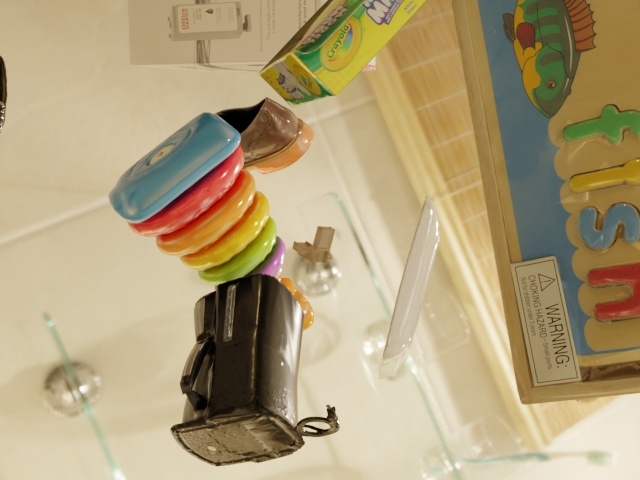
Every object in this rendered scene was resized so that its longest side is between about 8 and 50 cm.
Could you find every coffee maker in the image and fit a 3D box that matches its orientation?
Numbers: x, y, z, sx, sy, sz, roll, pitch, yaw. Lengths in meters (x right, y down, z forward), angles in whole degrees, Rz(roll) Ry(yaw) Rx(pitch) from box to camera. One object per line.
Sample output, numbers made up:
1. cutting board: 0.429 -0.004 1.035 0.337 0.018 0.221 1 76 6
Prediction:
1. coffee maker: -0.063 0.137 0.873 0.120 0.171 0.178 86 4 -49

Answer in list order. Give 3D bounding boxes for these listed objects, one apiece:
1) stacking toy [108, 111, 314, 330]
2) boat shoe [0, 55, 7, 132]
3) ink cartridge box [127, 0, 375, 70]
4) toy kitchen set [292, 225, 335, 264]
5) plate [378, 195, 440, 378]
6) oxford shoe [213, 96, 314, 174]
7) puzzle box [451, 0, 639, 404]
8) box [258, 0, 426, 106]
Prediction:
1. stacking toy: -0.104 0.007 1.001 0.302 0.165 0.175 53 -5 -25
2. boat shoe: -0.394 -0.154 0.944 0.049 0.056 0.152 -22 -115 27
3. ink cartridge box: -0.088 -0.291 1.101 0.283 0.207 0.117 4 -80 25
4. toy kitchen set: 0.000 0.000 1.604 0.083 0.068 0.075 34 -66 51
5. plate: 0.157 0.095 1.394 0.045 0.278 0.277 15 -16 8
6. oxford shoe: -0.187 -0.181 1.525 0.363 0.130 0.133 -18 -47 35
7. puzzle box: 0.230 -0.112 0.516 0.052 0.272 0.409 11 69 -63
8. box: 0.017 -0.143 0.544 0.043 0.105 0.179 43 -3 -11
